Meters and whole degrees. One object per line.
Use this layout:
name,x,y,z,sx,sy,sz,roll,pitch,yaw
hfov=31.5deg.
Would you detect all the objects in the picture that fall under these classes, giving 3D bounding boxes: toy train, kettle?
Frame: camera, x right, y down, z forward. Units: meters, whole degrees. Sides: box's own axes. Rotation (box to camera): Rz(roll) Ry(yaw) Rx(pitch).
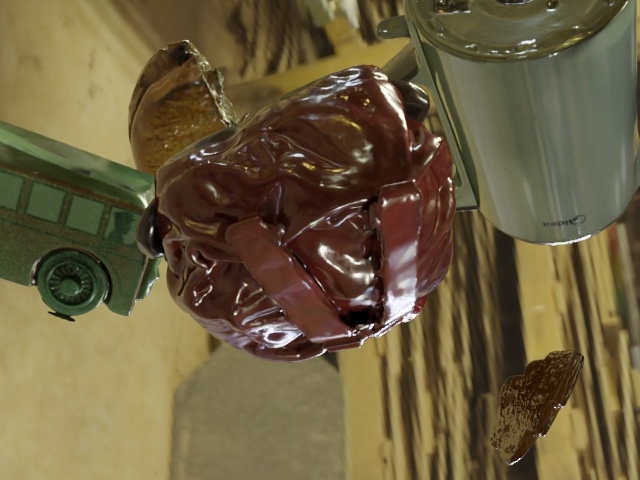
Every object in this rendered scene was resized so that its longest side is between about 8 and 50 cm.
toy train,-0.317,-0.031,1.177,0.129,0.326,0.159,-90,-162,-71
kettle,0.217,-0.173,1.404,0.377,0.361,0.250,64,18,-51

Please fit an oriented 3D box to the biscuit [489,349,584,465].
biscuit,0.203,0.150,1.059,0.019,0.130,0.119,30,33,-12

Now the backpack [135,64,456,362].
backpack,-0.001,-0.002,0.776,0.139,0.229,0.229,59,2,37

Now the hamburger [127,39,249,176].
hamburger,-0.162,-0.113,1.443,0.144,0.156,0.283,-85,154,-59

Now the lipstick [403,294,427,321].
lipstick,0.015,0.050,1.220,0.279,0.073,0.073,8,70,-51
